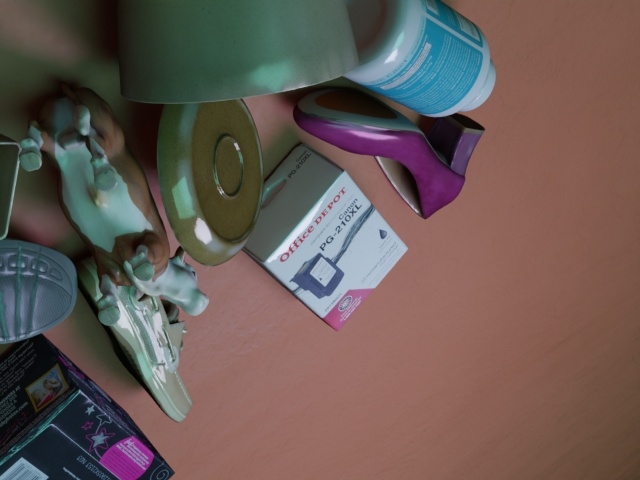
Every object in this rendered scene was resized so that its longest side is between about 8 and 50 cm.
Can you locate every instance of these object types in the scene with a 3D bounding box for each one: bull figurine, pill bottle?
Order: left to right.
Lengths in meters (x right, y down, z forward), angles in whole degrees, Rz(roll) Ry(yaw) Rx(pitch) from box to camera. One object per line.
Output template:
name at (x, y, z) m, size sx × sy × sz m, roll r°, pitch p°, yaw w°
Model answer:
bull figurine at (-0.223, -0.022, 1.000) m, size 0.101 × 0.188 × 0.311 m, roll -26°, pitch 110°, yaw 2°
pill bottle at (0.131, -0.254, 1.229) m, size 0.264 × 0.146 × 0.146 m, roll 16°, pitch 106°, yaw -48°

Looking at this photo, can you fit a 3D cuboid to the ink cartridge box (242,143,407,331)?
ink cartridge box at (0.000, 0.000, 1.323) m, size 0.172 × 0.100 × 0.237 m, roll -50°, pitch 140°, yaw -5°

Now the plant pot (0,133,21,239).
plant pot at (-0.378, -0.068, 0.915) m, size 0.109 × 0.096 × 0.109 m, roll -3°, pitch 120°, yaw -41°

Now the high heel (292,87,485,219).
high heel at (0.087, -0.107, 1.319) m, size 0.377 × 0.127 × 0.181 m, roll 4°, pitch 121°, yaw -41°

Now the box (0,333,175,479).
box at (-0.333, 0.261, 1.164) m, size 0.163 × 0.142 × 0.247 m, roll -42°, pitch 138°, yaw -11°

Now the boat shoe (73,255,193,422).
boat shoe at (-0.221, 0.124, 1.201) m, size 0.098 × 0.109 × 0.302 m, roll -36°, pitch 131°, yaw -19°

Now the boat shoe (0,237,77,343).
boat shoe at (-0.414, 0.053, 0.983) m, size 0.320 × 0.103 × 0.118 m, roll -6°, pitch 103°, yaw -48°

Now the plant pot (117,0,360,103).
plant pot at (-0.101, -0.303, 0.928) m, size 0.256 × 0.256 × 0.274 m, roll -20°, pitch 113°, yaw -33°

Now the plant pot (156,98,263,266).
plant pot at (-0.121, -0.087, 1.091) m, size 0.236 × 0.032 × 0.237 m, roll -2°, pitch 90°, yaw -68°
